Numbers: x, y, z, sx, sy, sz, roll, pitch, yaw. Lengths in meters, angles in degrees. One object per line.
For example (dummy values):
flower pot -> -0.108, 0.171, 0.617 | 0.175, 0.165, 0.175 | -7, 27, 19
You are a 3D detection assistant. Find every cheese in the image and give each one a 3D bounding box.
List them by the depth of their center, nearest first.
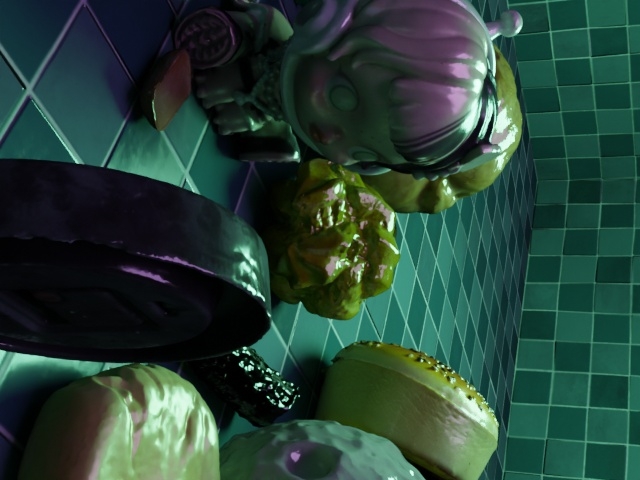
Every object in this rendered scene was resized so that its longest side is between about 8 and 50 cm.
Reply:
cheese -> -0.183, 0.225, 0.839 | 0.214, 0.117, 0.226 | 17, 69, -64

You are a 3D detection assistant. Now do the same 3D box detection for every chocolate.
chocolate -> -0.167, -0.159, 0.979 | 0.100, 0.031, 0.064 | -68, 161, -44

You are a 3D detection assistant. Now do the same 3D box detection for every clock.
clock -> -0.170, 0.026, 0.639 | 0.280, 0.281, 0.055 | 47, 41, -60

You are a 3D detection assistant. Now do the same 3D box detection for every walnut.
walnut -> 0.139, -0.201, 1.399 | 0.344, 0.306, 0.306 | -104, -177, -63

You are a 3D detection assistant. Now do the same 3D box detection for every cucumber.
cucumber -> -0.114, 0.129, 1.061 | 0.072, 0.081, 0.303 | 50, -3, 41

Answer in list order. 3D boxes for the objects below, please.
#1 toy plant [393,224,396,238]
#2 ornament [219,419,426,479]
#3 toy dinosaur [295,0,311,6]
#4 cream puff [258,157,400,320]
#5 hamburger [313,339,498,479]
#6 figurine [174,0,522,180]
toy plant -> 0.069, 0.019, 1.511 | 0.162, 0.093, 0.092 | -63, 146, -44
ornament -> -0.003, 0.366, 1.021 | 0.337, 0.337, 0.337 | 0, 90, -69
toy dinosaur -> -0.003, -0.380, 1.382 | 0.132, 0.059, 0.096 | 80, 13, -45
cream puff -> 0.005, 0.000, 1.241 | 0.195, 0.195, 0.221 | -3, 89, -69
hamburger -> 0.129, 0.266, 1.412 | 0.176, 0.300, 0.300 | -61, 148, -23
figurine -> 0.028, -0.199, 1.055 | 0.253, 0.361, 0.211 | 43, 61, -58
